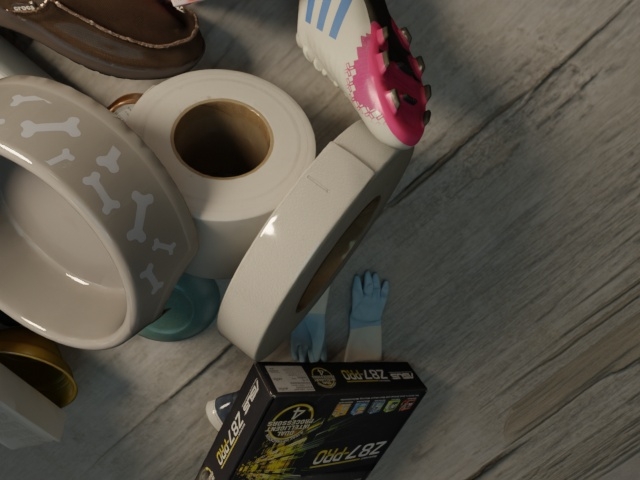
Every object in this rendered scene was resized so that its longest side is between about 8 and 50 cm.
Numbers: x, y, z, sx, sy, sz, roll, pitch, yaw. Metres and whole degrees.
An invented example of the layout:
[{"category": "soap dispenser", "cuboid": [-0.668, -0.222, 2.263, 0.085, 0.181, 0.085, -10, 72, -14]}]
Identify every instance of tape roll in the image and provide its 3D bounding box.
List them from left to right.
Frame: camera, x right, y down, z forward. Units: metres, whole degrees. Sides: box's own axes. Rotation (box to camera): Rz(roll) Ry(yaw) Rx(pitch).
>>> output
[{"category": "tape roll", "cuboid": [-0.137, -0.090, 0.762, 0.245, 0.246, 0.169, 1, 152, -11]}, {"category": "tape roll", "cuboid": [0.000, 0.000, 0.796, 0.072, 0.392, 0.392, 36, 110, 8]}]

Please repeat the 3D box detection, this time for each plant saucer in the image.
[{"category": "plant saucer", "cuboid": [-0.282, 0.119, 1.000, 0.194, 0.037, 0.195, -4, 119, -7]}]

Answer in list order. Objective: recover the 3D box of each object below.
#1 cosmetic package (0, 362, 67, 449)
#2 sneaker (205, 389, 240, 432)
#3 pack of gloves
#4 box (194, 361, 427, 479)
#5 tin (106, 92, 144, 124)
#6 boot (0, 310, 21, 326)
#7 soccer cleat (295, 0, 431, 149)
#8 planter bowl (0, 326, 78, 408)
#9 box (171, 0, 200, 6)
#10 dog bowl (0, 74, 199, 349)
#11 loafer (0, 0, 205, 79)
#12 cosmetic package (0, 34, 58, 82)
[{"category": "cosmetic package", "cuboid": [-0.535, 0.270, 0.910, 0.098, 0.061, 0.239, -10, 137, 7]}, {"category": "sneaker", "cuboid": [-0.110, 0.386, 1.150, 0.163, 0.086, 0.226, -29, 120, 8]}, {"category": "pack of gloves", "cuboid": [0.039, 0.167, 1.079, 0.194, 0.046, 0.232, -3, 119, -8]}, {"category": "box", "cuboid": [-0.013, 0.384, 1.094, 0.394, 0.097, 0.318, 10, 119, -38]}, {"category": "tin", "cuboid": [-0.311, -0.145, 0.850, 0.189, 0.040, 0.106, -37, 123, 11]}, {"category": "boot", "cuboid": [-0.473, 0.062, 0.885, 0.176, 0.089, 0.244, 3, 136, -8]}, {"category": "soccer cleat", "cuboid": [0.042, -0.249, 0.719, 0.143, 0.332, 0.116, -27, 157, 37]}, {"category": "planter bowl", "cuboid": [-0.533, 0.216, 0.964, 0.217, 0.090, 0.217, -3, 137, -3]}, {"category": "box", "cuboid": [-0.153, -0.452, 0.640, 0.142, 0.154, 0.300, -16, 119, -1]}, {"category": "dog bowl", "cuboid": [-0.321, -0.011, 0.656, 0.348, 0.102, 0.349, 13, 130, 16]}, {"category": "loafer", "cuboid": [-0.312, -0.311, 0.668, 0.365, 0.134, 0.130, 12, 140, -25]}, {"category": "cosmetic package", "cuboid": [-0.525, -0.111, 0.774, 0.377, 0.097, 0.284, -39, 114, 19]}]
